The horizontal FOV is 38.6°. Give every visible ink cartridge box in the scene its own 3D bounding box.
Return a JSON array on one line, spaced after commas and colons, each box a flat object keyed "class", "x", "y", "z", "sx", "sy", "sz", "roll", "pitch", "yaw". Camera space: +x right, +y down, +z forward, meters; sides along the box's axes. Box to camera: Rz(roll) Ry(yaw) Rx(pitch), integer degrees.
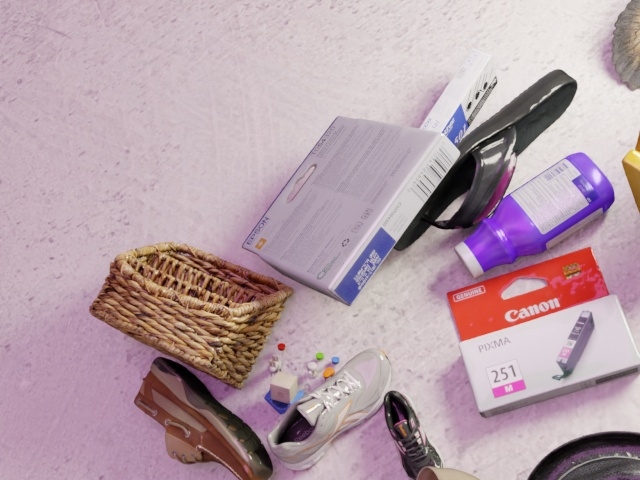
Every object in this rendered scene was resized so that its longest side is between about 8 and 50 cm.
[{"class": "ink cartridge box", "x": 0.043, "y": -0.066, "z": 1.614, "sx": 0.324, "sy": 0.071, "sz": 0.330, "roll": -54, "pitch": 30, "yaw": -8}, {"class": "ink cartridge box", "x": 0.367, "y": 0.145, "z": 1.539, "sx": 0.275, "sy": 0.060, "sz": 0.238, "roll": -19, "pitch": 63, "yaw": 10}, {"class": "ink cartridge box", "x": 0.261, "y": -0.253, "z": 1.731, "sx": 0.046, "sy": 0.097, "sz": 0.207, "roll": 28, "pitch": 78, "yaw": 27}]

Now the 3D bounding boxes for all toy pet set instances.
[{"class": "toy pet set", "x": -0.041, "y": 0.255, "z": 1.642, "sx": 0.122, "sy": 0.065, "sz": 0.114, "roll": 12, "pitch": 37, "yaw": 20}]

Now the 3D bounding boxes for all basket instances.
[{"class": "basket", "x": -0.243, "y": 0.103, "z": 1.678, "sx": 0.299, "sy": 0.213, "sz": 0.223, "roll": 22, "pitch": 76, "yaw": 26}]

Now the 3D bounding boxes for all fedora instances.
[{"class": "fedora", "x": 0.451, "y": 0.411, "z": 1.329, "sx": 0.334, "sy": 0.152, "sz": 0.333, "roll": -7, "pitch": 63, "yaw": 13}]

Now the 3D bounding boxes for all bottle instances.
[{"class": "bottle", "x": 0.369, "y": -0.036, "z": 1.599, "sx": 0.283, "sy": 0.092, "sz": 0.118, "roll": -34, "pitch": 60, "yaw": 2}]

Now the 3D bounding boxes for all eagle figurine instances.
[{"class": "eagle figurine", "x": 0.676, "y": -0.417, "z": 1.615, "sx": 0.225, "sy": 0.226, "sz": 0.298, "roll": 34, "pitch": 75, "yaw": 8}]

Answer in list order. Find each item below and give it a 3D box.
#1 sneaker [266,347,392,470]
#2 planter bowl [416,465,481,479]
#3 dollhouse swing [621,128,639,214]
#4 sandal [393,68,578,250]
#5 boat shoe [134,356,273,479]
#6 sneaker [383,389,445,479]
[{"class": "sneaker", "x": 0.017, "y": 0.283, "z": 1.560, "sx": 0.262, "sy": 0.121, "sz": 0.099, "roll": -47, "pitch": 62, "yaw": -5}, {"class": "planter bowl", "x": 0.221, "y": 0.430, "z": 1.417, "sx": 0.109, "sy": 0.162, "sz": 0.162, "roll": 1, "pitch": 63, "yaw": -14}, {"class": "dollhouse swing", "x": 0.712, "y": -0.124, "z": 1.399, "sx": 0.347, "sy": 0.315, "sz": 0.305, "roll": -50, "pitch": 49, "yaw": -7}, {"class": "sandal", "x": 0.303, "y": -0.128, "z": 1.624, "sx": 0.446, "sy": 0.167, "sz": 0.107, "roll": -42, "pitch": 67, "yaw": -3}, {"class": "boat shoe", "x": -0.216, "y": 0.340, "z": 1.626, "sx": 0.324, "sy": 0.122, "sz": 0.120, "roll": 37, "pitch": 87, "yaw": 37}, {"class": "sneaker", "x": 0.144, "y": 0.329, "z": 1.521, "sx": 0.072, "sy": 0.077, "sz": 0.178, "roll": -32, "pitch": 61, "yaw": 4}]
